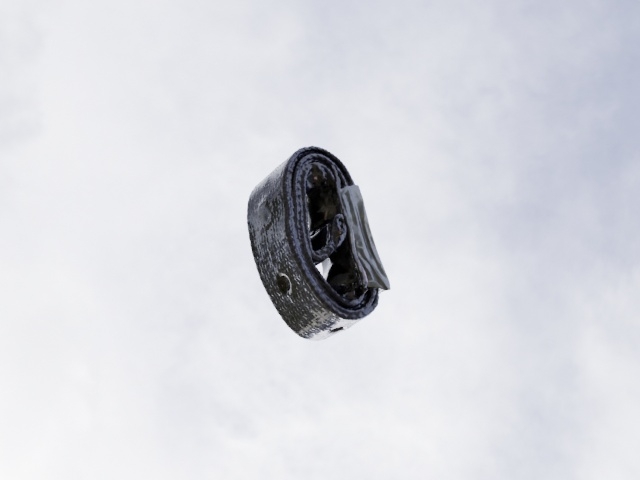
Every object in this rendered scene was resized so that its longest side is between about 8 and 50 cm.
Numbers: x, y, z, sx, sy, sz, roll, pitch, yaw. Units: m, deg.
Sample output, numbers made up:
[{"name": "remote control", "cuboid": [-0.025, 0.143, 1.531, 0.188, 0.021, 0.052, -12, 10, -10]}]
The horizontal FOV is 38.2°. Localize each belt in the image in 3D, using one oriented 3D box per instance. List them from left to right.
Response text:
[{"name": "belt", "cuboid": [0.000, 0.000, 1.152, 0.126, 0.140, 0.230, -37, -117, 50]}]
